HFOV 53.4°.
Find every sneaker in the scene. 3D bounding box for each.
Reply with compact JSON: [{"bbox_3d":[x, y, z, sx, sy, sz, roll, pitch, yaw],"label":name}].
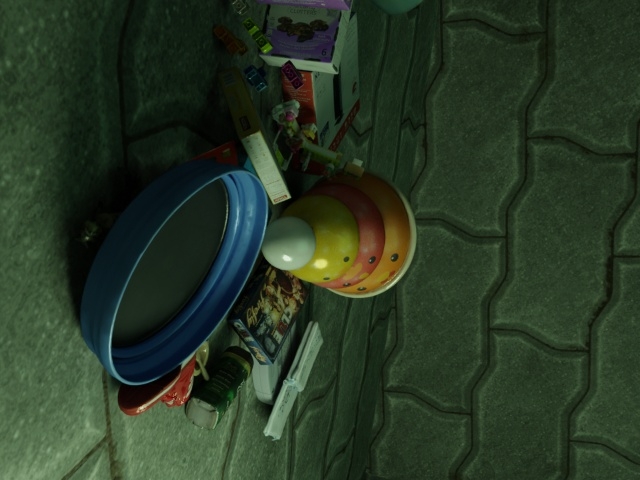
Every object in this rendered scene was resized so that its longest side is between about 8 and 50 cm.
[{"bbox_3d":[-0.283,0.277,1.160,0.221,0.087,0.128,-46,142,-58],"label":"sneaker"}]

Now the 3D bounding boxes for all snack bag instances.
[{"bbox_3d":[-0.072,0.417,1.848,0.323,0.037,0.342,85,27,-71],"label":"snack bag"}]

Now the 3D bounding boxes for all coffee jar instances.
[{"bbox_3d":[-0.216,0.318,1.393,0.184,0.079,0.096,-55,169,-52],"label":"coffee jar"}]

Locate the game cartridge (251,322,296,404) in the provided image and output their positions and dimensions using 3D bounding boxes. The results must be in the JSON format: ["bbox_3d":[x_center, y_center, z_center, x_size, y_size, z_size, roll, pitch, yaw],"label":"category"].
[{"bbox_3d":[-0.124,0.290,1.728,0.198,0.062,0.297,-49,146,-51],"label":"game cartridge"}]

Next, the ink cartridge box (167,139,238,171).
[{"bbox_3d":[-0.194,-0.077,1.174,0.145,0.045,0.179,-30,140,-27],"label":"ink cartridge box"}]

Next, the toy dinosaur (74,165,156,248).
[{"bbox_3d":[-0.286,-0.044,0.986,0.118,0.064,0.268,-65,164,6],"label":"toy dinosaur"}]

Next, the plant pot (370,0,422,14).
[{"bbox_3d":[0.179,-0.783,1.701,0.195,0.290,0.290,14,87,-37],"label":"plant pot"}]

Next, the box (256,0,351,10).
[{"bbox_3d":[-0.015,-0.609,1.244,0.057,0.201,0.293,8,93,-73],"label":"box"}]

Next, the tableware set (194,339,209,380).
[{"bbox_3d":[-0.238,0.190,1.319,0.128,0.039,0.194,40,63,-71],"label":"tableware set"}]

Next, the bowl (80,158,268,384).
[{"bbox_3d":[-0.228,0.046,1.042,0.391,0.077,0.391,-52,161,-27],"label":"bowl"}]

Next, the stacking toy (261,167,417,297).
[{"bbox_3d":[0.000,0.000,1.527,0.480,0.351,0.350,-13,113,-62],"label":"stacking toy"}]

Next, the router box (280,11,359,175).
[{"bbox_3d":[0.011,-0.388,1.664,0.301,0.082,0.335,84,24,-44],"label":"router box"}]

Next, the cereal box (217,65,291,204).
[{"bbox_3d":[-0.128,-0.202,1.262,0.240,0.047,0.173,66,2,-62],"label":"cereal box"}]

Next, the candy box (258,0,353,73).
[{"bbox_3d":[-0.027,-0.468,1.353,0.070,0.165,0.196,19,82,-75],"label":"candy box"}]

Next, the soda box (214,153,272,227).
[{"bbox_3d":[-0.164,-0.091,1.328,0.210,0.067,0.071,73,32,-57],"label":"soda box"}]

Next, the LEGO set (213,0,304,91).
[{"bbox_3d":[-0.127,-0.362,1.197,0.227,0.087,0.093,53,13,-8],"label":"LEGO set"}]

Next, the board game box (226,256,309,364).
[{"bbox_3d":[-0.122,0.159,1.564,0.165,0.042,0.243,59,40,-31],"label":"board game box"}]

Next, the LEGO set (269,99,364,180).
[{"bbox_3d":[-0.028,-0.202,1.515,0.287,0.132,0.107,40,58,-33],"label":"LEGO set"}]
